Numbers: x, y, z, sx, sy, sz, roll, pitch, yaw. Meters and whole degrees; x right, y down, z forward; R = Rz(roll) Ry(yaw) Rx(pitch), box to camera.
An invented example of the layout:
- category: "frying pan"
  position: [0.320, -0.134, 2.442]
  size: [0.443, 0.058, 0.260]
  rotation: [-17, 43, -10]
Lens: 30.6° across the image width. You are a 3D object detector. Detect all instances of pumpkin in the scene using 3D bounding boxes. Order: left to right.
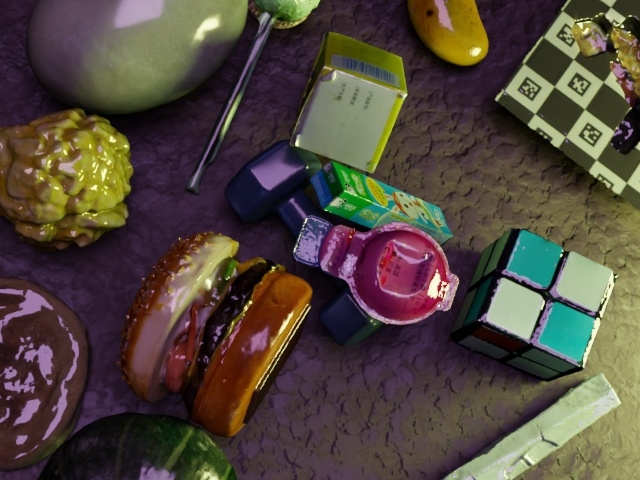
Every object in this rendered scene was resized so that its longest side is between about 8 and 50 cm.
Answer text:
- category: "pumpkin"
  position: [-0.252, 0.379, 1.619]
  size: [0.300, 0.207, 0.300]
  rotation: [1, 106, 5]

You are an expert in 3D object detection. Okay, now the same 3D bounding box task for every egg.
- category: "egg"
  position: [-0.276, -0.331, 1.782]
  size: [0.352, 0.258, 0.258]
  rotation: [-23, 80, -6]

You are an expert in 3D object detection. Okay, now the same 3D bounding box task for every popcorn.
- category: "popcorn"
  position: [-0.395, -0.088, 1.736]
  size: [0.259, 0.259, 0.212]
  rotation: [-21, 95, -13]

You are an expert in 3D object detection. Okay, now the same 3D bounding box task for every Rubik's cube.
- category: "Rubik's cube"
  position: [0.325, 0.101, 1.800]
  size: [0.183, 0.180, 0.167]
  rotation: [24, 75, -4]

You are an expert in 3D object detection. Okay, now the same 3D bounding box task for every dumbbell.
- category: "dumbbell"
  position: [0.000, 0.000, 1.799]
  size: [0.160, 0.144, 0.325]
  rotation: [-37, 84, -16]

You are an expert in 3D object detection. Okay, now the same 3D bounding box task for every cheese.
- category: "cheese"
  position: [0.081, 0.037, 1.695]
  size: [0.244, 0.062, 0.155]
  rotation: [20, 71, -3]

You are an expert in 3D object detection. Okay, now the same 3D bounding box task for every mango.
- category: "mango"
  position: [0.209, -0.371, 1.952]
  size: [0.115, 0.090, 0.178]
  rotation: [-18, 87, -20]

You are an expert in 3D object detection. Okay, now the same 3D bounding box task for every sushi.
- category: "sushi"
  position: [0.512, -0.252, 1.975]
  size: [0.343, 0.064, 0.359]
  rotation: [37, 72, 0]

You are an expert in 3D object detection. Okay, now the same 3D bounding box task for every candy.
- category: "candy"
  position: [-0.119, -0.279, 1.873]
  size: [0.119, 0.119, 0.439]
  rotation: [26, 85, -1]

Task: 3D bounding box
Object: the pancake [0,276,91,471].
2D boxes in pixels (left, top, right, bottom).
- category: "pancake"
  position: [-0.475, 0.196, 1.730]
  size: [0.295, 0.049, 0.294]
  rotation: [2, 77, -9]

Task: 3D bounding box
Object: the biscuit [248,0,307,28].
- category: "biscuit"
  position: [-0.070, -0.409, 1.955]
  size: [0.120, 0.015, 0.120]
  rotation: [2, 76, -9]

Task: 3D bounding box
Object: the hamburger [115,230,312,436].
- category: "hamburger"
  position: [-0.154, 0.126, 1.679]
  size: [0.225, 0.291, 0.291]
  rotation: [28, 74, 8]

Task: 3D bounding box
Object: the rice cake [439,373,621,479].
- category: "rice cake"
  position: [0.315, 0.318, 1.807]
  size: [0.336, 0.063, 0.066]
  rotation: [-32, 74, -13]

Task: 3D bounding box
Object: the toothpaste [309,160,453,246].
- category: "toothpaste"
  position: [0.098, -0.047, 1.783]
  size: [0.267, 0.050, 0.065]
  rotation: [20, 40, -44]

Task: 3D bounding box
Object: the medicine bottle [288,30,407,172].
- category: "medicine bottle"
  position: [0.045, -0.218, 1.792]
  size: [0.141, 0.250, 0.137]
  rotation: [17, 111, -4]
